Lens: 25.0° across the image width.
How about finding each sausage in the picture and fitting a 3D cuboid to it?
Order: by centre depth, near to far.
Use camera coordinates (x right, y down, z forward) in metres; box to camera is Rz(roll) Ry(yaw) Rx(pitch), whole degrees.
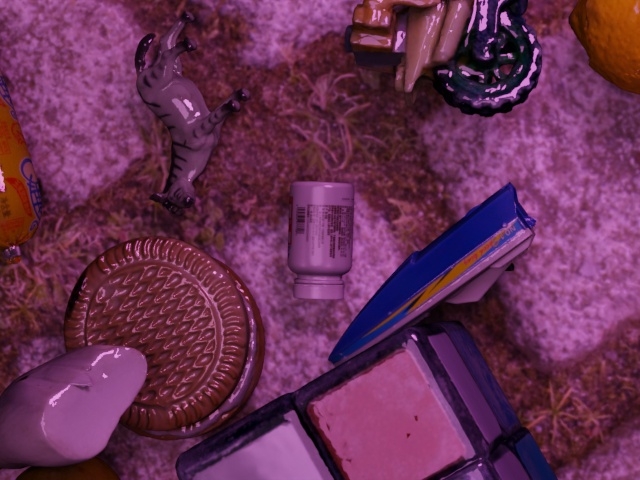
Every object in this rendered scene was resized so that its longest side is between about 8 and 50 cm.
[{"bbox_3d":[-0.441,-0.134,1.819,0.123,0.123,0.347,-21,85,13],"label":"sausage"}]

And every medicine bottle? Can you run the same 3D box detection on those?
[{"bbox_3d":[0.000,0.000,1.729,0.079,0.079,0.140,2,91,14],"label":"medicine bottle"}]

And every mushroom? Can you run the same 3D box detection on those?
[{"bbox_3d":[-0.343,0.216,1.745,0.328,0.159,0.122,-22,90,50],"label":"mushroom"}]

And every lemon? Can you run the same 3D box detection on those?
[{"bbox_3d":[0.379,-0.240,1.583,0.193,0.180,0.180,44,100,27],"label":"lemon"}]

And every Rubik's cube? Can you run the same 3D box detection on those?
[{"bbox_3d":[0.079,0.292,1.589,0.316,0.318,0.313,-31,81,11],"label":"Rubik's cube"}]

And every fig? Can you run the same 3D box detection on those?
[{"bbox_3d":[-0.316,0.359,1.777,0.148,0.142,0.186,-20,71,40],"label":"fig"}]

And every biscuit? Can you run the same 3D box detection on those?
[{"bbox_3d":[-0.195,0.121,1.778,0.259,0.079,0.259,0,90,15],"label":"biscuit"}]

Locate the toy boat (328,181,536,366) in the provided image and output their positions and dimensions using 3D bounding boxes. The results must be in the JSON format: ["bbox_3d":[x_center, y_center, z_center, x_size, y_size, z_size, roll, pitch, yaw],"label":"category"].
[{"bbox_3d":[0.126,0.056,1.675,0.295,0.129,0.088,-38,92,12],"label":"toy boat"}]

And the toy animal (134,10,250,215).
[{"bbox_3d":[-0.174,-0.154,1.781,0.176,0.073,0.217,-38,77,26],"label":"toy animal"}]

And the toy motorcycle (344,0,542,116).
[{"bbox_3d":[0.145,-0.339,1.638,0.237,0.169,0.410,2,74,9],"label":"toy motorcycle"}]
